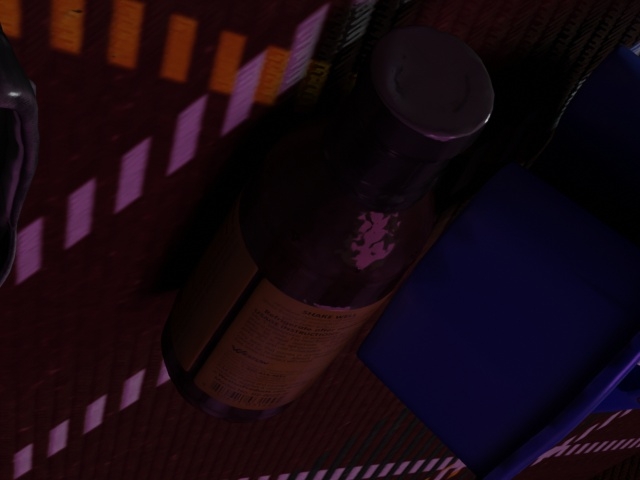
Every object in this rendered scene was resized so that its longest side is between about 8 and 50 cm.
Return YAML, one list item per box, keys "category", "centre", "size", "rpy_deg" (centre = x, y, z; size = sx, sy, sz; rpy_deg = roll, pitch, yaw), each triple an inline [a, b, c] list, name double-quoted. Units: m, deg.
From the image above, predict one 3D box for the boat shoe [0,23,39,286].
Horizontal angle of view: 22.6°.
- category: "boat shoe"
  centre: [-0.188, -0.008, 0.662]
  size: [0.121, 0.119, 0.335]
  rpy_deg: [-17, 160, -23]

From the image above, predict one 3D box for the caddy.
- category: "caddy"
  centre: [0.170, 0.036, 1.032]
  size: [0.241, 0.179, 0.341]
  rpy_deg: [-45, 173, -22]

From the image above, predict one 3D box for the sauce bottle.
- category: "sauce bottle"
  centre: [0.000, 0.000, 0.941]
  size: [0.111, 0.111, 0.344]
  rpy_deg: [-15, 160, -29]
